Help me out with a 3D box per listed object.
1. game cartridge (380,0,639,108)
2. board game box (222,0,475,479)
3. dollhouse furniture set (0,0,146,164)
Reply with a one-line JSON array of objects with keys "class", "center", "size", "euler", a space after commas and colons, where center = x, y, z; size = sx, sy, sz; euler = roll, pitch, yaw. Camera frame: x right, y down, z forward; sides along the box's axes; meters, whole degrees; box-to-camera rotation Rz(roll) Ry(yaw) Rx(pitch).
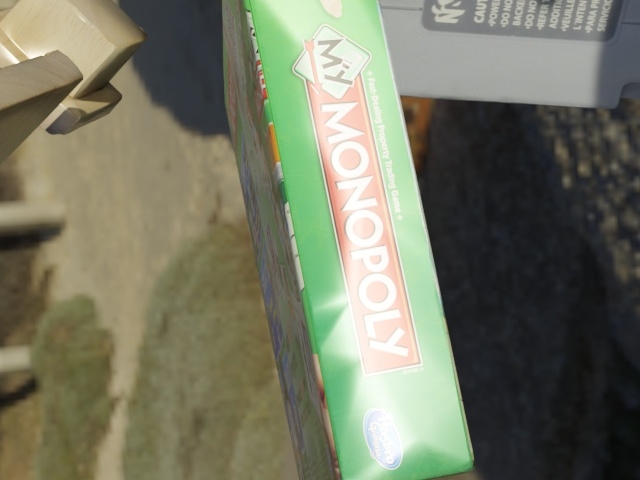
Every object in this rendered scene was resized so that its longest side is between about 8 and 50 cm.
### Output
[{"class": "game cartridge", "center": [0.094, -0.189, 0.807], "size": [0.297, 0.198, 0.062], "euler": [97, 180, -46]}, {"class": "board game box", "center": [0.000, 0.000, 0.702], "size": [0.317, 0.046, 0.213], "euler": [105, 155, -80]}, {"class": "dollhouse furniture set", "center": [-0.252, -0.072, 0.426], "size": [0.174, 0.303, 0.355], "euler": [-45, -1, 17]}]
